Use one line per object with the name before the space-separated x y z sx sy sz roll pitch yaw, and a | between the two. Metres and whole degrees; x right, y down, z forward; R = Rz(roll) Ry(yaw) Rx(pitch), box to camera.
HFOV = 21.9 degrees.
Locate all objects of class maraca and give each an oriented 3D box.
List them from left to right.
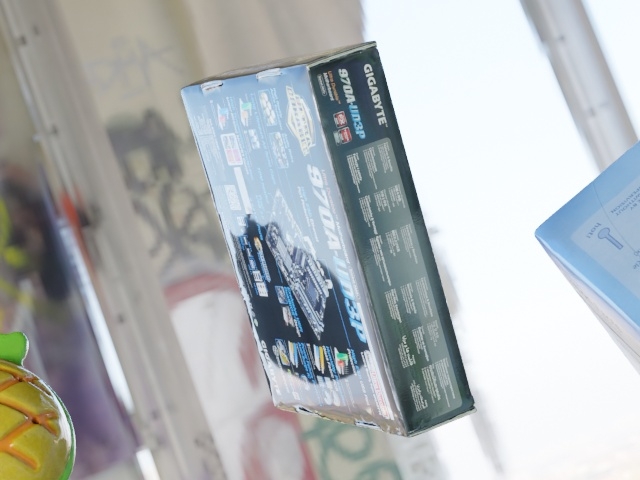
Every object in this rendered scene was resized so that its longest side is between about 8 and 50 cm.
maraca | -0.248 0.129 1.199 0.127 0.186 0.099 -7 -42 -24

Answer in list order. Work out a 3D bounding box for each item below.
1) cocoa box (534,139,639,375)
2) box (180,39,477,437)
cocoa box | 0.359 -0.001 1.029 0.347 0.228 0.231 -41 32 1
box | 0.000 0.000 0.984 0.051 0.220 0.175 -20 9 -26
